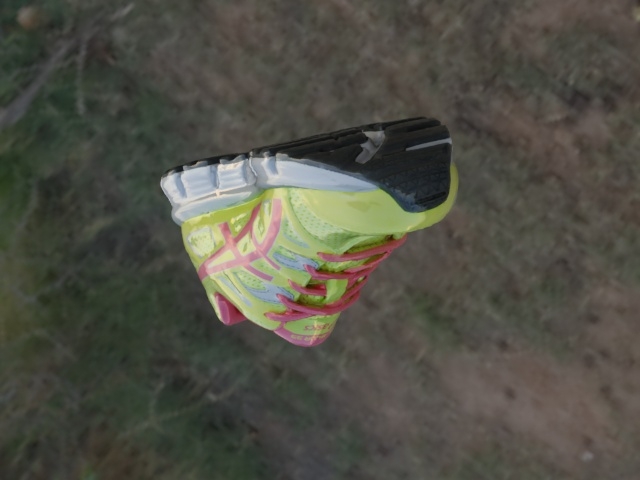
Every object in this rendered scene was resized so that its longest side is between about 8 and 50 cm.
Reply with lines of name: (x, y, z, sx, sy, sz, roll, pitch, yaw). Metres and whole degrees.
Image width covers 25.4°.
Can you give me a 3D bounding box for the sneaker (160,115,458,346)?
sneaker: (0.000, 0.000, 0.630, 0.208, 0.081, 0.094, -6, 95, 64)
